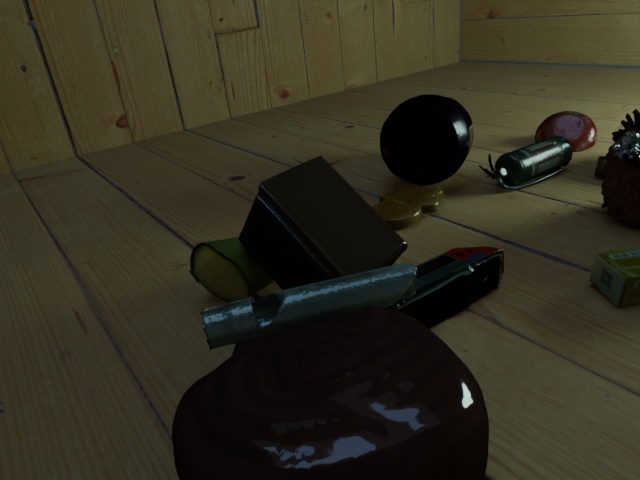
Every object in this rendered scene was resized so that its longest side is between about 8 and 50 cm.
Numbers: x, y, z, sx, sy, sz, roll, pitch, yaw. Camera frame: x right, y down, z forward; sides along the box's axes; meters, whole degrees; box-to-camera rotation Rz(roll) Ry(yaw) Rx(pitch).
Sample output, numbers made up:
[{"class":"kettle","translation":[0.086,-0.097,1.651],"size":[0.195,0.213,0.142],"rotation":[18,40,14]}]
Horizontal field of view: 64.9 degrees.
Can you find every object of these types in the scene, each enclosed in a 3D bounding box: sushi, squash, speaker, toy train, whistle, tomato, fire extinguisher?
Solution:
[{"class":"sushi","translation":[0.733,-0.119,1.034],"size":[0.236,0.171,0.270],"rotation":[-24,33,-32]},{"class":"squash","translation":[-0.108,0.045,1.012],"size":[0.137,0.138,0.287],"rotation":[16,20,39]},{"class":"speaker","translation":[0.000,0.000,0.884],"size":[0.192,0.153,0.231],"rotation":[-30,71,-40]},{"class":"toy train","translation":[0.136,0.103,0.824],"size":[0.409,0.086,0.089],"rotation":[-22,28,-27]},{"class":"whistle","translation":[-0.010,0.091,0.716],"size":[0.311,0.062,0.062],"rotation":[-12,26,-9]},{"class":"tomato","translation":[0.769,-0.352,1.580],"size":[0.173,0.100,0.189],"rotation":[2,29,14]},{"class":"fire extinguisher","translation":[0.544,-0.202,1.340],"size":[0.294,0.118,0.093],"rotation":[-21,-6,-26]}]

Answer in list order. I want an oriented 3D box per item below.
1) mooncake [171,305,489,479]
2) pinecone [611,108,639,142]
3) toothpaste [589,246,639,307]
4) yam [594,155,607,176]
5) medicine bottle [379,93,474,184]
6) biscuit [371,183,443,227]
[{"class":"mooncake","translation":[0.020,0.197,0.569],"size":[0.325,0.174,0.334],"rotation":[1,28,22]},{"class":"pinecone","translation":[0.901,-0.280,1.323],"size":[0.212,0.169,0.186],"rotation":[-20,40,2]},{"class":"toothpaste","translation":[0.626,0.044,0.845],"size":[0.312,0.071,0.089],"rotation":[-8,30,-4]},{"class":"yam","translation":[0.808,-0.167,1.237],"size":[0.252,0.061,0.061],"rotation":[17,35,42]},{"class":"medicine bottle","translation":[0.332,-0.304,1.454],"size":[0.242,0.243,0.395],"rotation":[6,19,25]},{"class":"biscuit","translation":[0.206,-0.081,1.242],"size":[0.165,0.036,0.225],"rotation":[12,35,35]}]
